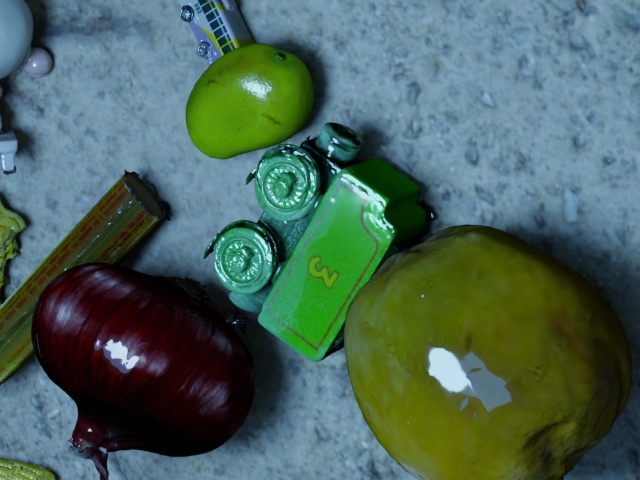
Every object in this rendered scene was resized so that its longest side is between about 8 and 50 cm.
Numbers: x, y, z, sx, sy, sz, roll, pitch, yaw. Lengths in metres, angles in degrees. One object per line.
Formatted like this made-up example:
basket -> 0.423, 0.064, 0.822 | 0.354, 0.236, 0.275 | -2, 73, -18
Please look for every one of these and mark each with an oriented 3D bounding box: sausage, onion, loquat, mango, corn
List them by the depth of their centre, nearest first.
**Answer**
loquat -> 0.165, 0.121, 1.609 | 0.276, 0.276, 0.284 | -44, 81, 23
mango -> -0.085, -0.156, 1.791 | 0.163, 0.089, 0.117 | -18, 116, 23
onion -> -0.218, 0.160, 1.800 | 0.273, 0.273, 0.285 | 28, 81, 21
sausage -> -0.326, 0.069, 1.926 | 0.371, 0.082, 0.082 | -44, 76, 16
corn -> -0.429, 0.306, 2.030 | 0.206, 0.067, 0.067 | 0, 95, 27

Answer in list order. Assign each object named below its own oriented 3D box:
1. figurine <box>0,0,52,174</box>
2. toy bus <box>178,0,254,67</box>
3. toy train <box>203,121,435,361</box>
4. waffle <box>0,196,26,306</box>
figurine -> -0.423, -0.209, 1.904 | 0.182, 0.144, 0.257 | 7, 112, 2
toy bus -> -0.121, -0.253, 1.828 | 0.058, 0.052, 0.102 | -27, 84, 25
toy train -> 0.000, 0.000, 1.754 | 0.188, 0.132, 0.243 | 34, 111, 14
waffle -> -0.473, 0.048, 2.033 | 0.291, 0.051, 0.291 | 2, 96, 23
